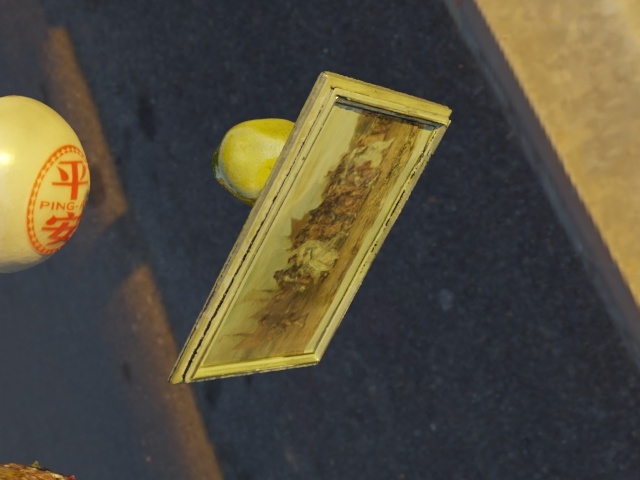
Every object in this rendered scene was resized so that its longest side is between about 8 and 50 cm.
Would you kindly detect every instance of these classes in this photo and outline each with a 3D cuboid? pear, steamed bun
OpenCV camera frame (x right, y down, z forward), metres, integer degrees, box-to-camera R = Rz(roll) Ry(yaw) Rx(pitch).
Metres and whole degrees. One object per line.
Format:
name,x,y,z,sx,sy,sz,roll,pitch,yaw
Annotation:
pear,-0.051,-0.073,1.081,0.097,0.092,0.092,-16,88,33
steamed bun,-0.379,-0.066,1.467,0.145,0.232,0.231,13,120,9

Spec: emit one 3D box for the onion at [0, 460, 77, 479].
onion,-0.233,0.306,0.819,0.336,0.260,0.281,94,-174,-84

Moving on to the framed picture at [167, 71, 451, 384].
framed picture,0.000,0.000,0.926,0.017,0.217,0.274,36,108,28
